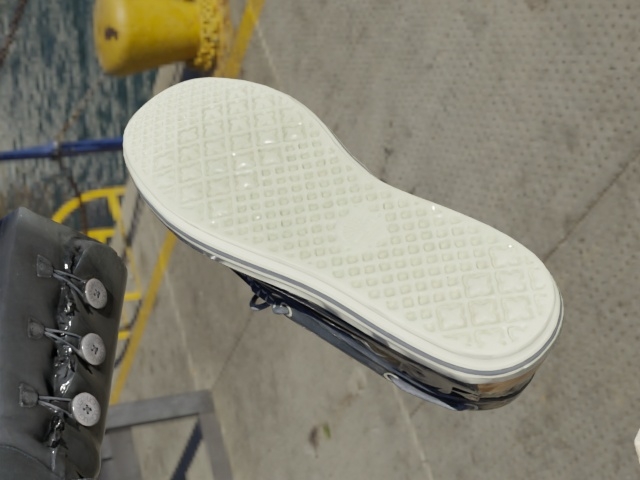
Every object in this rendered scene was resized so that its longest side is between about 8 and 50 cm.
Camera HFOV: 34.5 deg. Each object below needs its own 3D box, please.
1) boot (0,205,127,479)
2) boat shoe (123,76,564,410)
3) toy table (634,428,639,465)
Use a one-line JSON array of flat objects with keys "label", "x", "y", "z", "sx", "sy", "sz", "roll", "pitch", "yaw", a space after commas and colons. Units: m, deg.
[{"label": "boot", "x": -0.286, "y": 0.223, "z": 1.264, "sx": 0.367, "sy": 0.146, "sz": 0.445, "roll": 50, "pitch": -156, "yaw": -48}, {"label": "boat shoe", "x": 0.000, "y": 0.000, "z": 0.971, "sx": 0.500, "sy": 0.187, "sz": 0.156, "roll": 31, "pitch": 155, "yaw": 28}, {"label": "toy table", "x": 0.223, "y": 0.227, "z": 0.657, "sx": 0.274, "sy": 0.252, "sz": 0.161, "roll": -15, "pitch": 107, "yaw": 26}]
